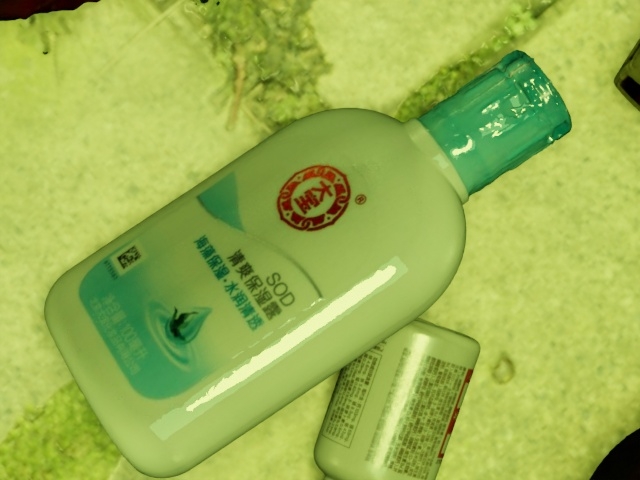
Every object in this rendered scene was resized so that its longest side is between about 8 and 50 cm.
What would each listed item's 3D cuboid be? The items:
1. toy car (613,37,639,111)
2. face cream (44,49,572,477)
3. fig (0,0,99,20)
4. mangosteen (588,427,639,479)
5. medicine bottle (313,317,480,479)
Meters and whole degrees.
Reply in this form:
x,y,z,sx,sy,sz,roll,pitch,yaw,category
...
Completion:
x,y,z,sx,sy,sz,roll,pitch,yaw,category
0.291,-0.175,1.125,0.101,0.124,0.256,38,79,-7,toy car
0.000,0.000,1.105,0.337,0.080,0.163,-33,55,-2,face cream
-0.188,-0.250,1.038,0.224,0.224,0.263,-39,113,-2,fig
0.262,0.190,1.104,0.216,0.216,0.216,0,92,-4,mangosteen
0.042,0.116,1.135,0.079,0.079,0.140,19,90,-4,medicine bottle
